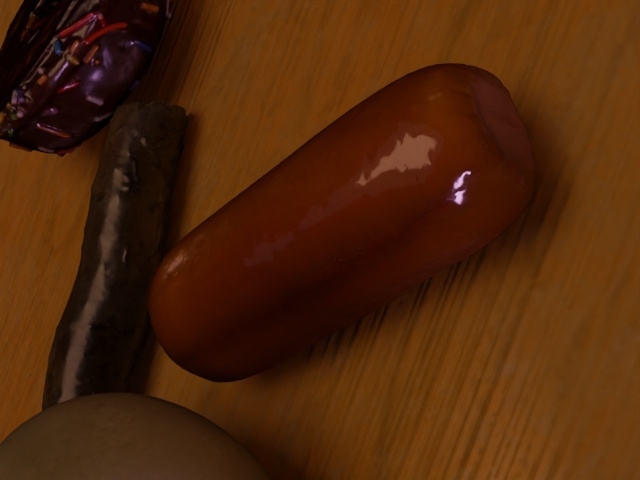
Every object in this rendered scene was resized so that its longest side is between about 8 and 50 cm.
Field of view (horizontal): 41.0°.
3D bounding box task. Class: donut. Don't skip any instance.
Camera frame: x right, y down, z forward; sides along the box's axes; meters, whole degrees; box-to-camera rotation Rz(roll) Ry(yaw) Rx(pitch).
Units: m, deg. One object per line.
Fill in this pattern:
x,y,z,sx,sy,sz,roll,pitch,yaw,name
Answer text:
-0.213,-0.176,0.753,0.235,0.089,0.235,-32,42,34,donut

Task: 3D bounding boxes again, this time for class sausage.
0.000,-0.001,0.506,0.274,0.105,0.105,-33,56,32,sausage

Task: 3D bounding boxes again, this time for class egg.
-0.107,0.188,0.483,0.253,0.186,0.187,30,98,45,egg

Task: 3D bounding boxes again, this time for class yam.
-0.164,0.040,0.670,0.071,0.067,0.318,-8,69,56,yam
